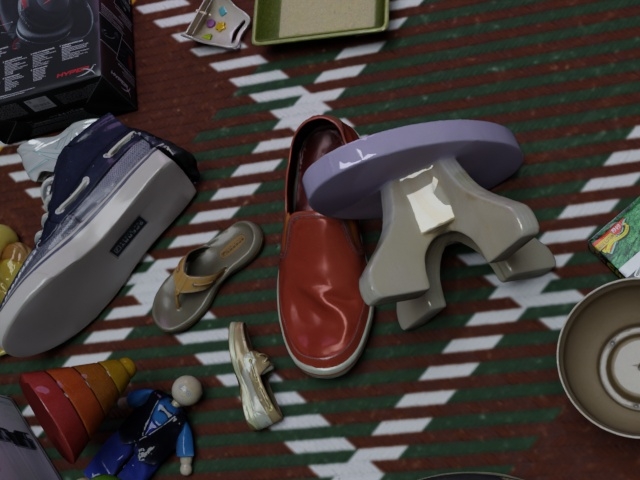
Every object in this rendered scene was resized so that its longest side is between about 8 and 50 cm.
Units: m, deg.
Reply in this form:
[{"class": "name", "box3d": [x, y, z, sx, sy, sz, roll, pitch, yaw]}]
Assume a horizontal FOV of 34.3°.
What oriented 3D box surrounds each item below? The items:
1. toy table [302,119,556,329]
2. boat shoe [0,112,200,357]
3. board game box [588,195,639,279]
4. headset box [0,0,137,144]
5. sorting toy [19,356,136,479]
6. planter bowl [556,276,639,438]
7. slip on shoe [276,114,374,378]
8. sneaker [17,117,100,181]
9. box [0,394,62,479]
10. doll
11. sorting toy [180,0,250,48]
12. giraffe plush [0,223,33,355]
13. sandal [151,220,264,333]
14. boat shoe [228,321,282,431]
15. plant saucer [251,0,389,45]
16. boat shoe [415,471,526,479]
[{"class": "toy table", "box3d": [0.128, -0.019, 1.144, 0.274, 0.252, 0.160, -12, 69, -20]}, {"class": "boat shoe", "box3d": [-0.320, -0.014, 1.357, 0.158, 0.127, 0.340, 36, 77, 32]}, {"class": "board game box", "box3d": [0.440, -0.035, 1.150, 0.260, 0.030, 0.136, -42, 62, 1]}, {"class": "headset box", "box3d": [-0.387, -0.310, 1.479, 0.218, 0.110, 0.293, -13, 68, 13]}, {"class": "sorting toy", "box3d": [-0.195, 0.273, 1.190, 0.126, 0.127, 0.365, -33, 80, -26]}, {"class": "planter bowl", "box3d": [0.334, 0.127, 1.078, 0.162, 0.109, 0.162, -5, 76, 19]}, {"class": "slip on shoe", "box3d": [0.000, 0.000, 1.245, 0.123, 0.101, 0.331, -3, 72, 16]}, {"class": "sneaker", "box3d": [-0.344, -0.125, 1.438, 0.152, 0.054, 0.061, -21, 81, 14]}, {"class": "box", "box3d": [-0.378, 0.305, 1.226, 0.087, 0.169, 0.290, -42, 65, 3]}, {"class": "doll", "box3d": [-0.207, 0.243, 1.256, 0.129, 0.046, 0.189, 38, 88, 15]}, {"class": "sorting toy", "box3d": [-0.138, -0.298, 1.433, 0.075, 0.045, 0.083, 24, 80, 17]}, {"class": "giraffe plush", "box3d": [-0.487, 0.057, 1.347, 0.182, 0.170, 0.210, 1, 72, 19]}, {"class": "sandal", "box3d": [-0.149, 0.039, 1.308, 0.180, 0.049, 0.072, -44, 64, 0]}, {"class": "boat shoe", "box3d": [-0.077, 0.159, 1.244, 0.045, 0.050, 0.135, -17, 77, 8]}, {"class": "plant saucer", "box3d": [0.008, -0.344, 1.396, 0.188, 0.045, 0.188, -3, 71, 18]}, {"class": "boat shoe", "box3d": [0.213, 0.300, 1.047, 0.356, 0.130, 0.132, 2, 72, 19]}]
